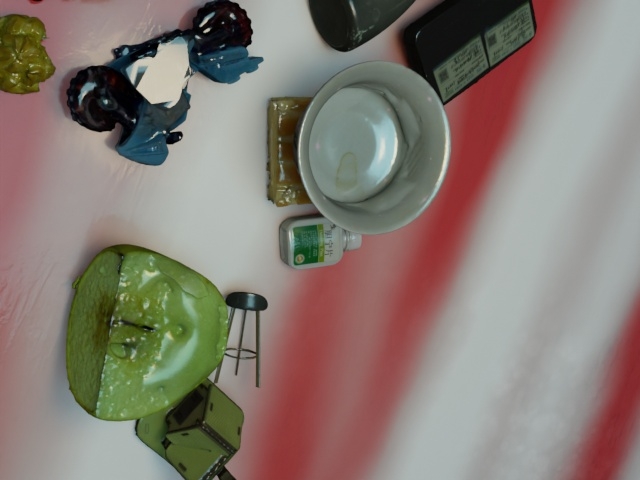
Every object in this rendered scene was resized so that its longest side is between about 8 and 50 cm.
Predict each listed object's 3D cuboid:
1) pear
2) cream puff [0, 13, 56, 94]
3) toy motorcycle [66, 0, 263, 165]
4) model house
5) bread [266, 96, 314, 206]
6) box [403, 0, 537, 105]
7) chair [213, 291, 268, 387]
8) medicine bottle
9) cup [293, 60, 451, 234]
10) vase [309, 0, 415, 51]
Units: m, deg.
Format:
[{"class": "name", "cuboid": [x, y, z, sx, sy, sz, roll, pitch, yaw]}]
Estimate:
[{"class": "pear", "cuboid": [-0.342, 0.185, 1.585, 0.318, 0.239, 0.342, 10, 92, -37]}, {"class": "cream puff", "cuboid": [-0.565, -0.346, 1.410, 0.121, 0.156, 0.156, -2, 103, -41]}, {"class": "toy motorcycle", "cuboid": [-0.294, -0.306, 1.534, 0.416, 0.172, 0.232, -37, 120, -21]}, {"class": "model house", "cuboid": [-0.246, 0.444, 1.648, 0.205, 0.279, 0.218, -47, 116, -9]}, {"class": "bread", "cuboid": [-0.004, -0.199, 1.697, 0.246, 0.111, 0.239, -3, 102, -23]}, {"class": "box", "cuboid": [0.357, -0.484, 1.787, 0.350, 0.058, 0.211, -37, 129, -16]}, {"class": "chair", "cuboid": [-0.177, 0.215, 1.727, 0.104, 0.095, 0.221, 7, 99, -9]}, {"class": "medicine bottle", "cuboid": [0.000, 0.000, 1.768, 0.183, 0.069, 0.119, -7, 102, -23]}, {"class": "cup", "cuboid": [0.082, -0.193, 1.583, 0.347, 0.163, 0.347, -5, 102, -25]}, {"class": "vase", "cuboid": [0.148, -0.544, 1.667, 0.321, 0.173, 0.173, -28, 111, -23]}]
